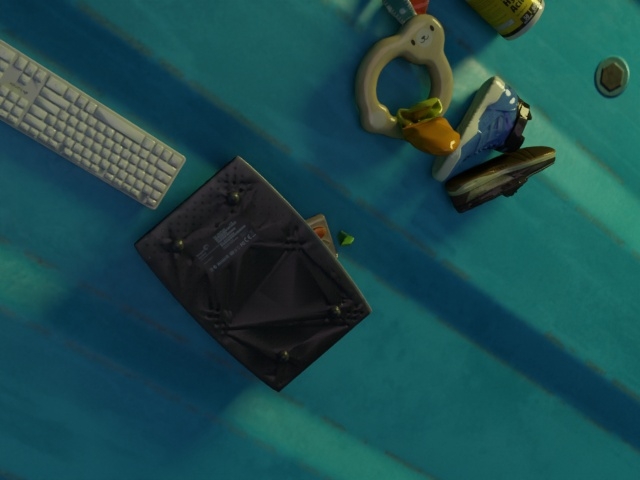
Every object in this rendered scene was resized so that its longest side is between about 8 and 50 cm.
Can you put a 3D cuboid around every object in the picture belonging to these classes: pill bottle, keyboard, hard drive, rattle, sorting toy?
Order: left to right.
[{"bbox_3d":[-0.273,-0.128,0.820,0.256,0.014,0.072,33,90,-22],"label":"keyboard"},{"bbox_3d":[-0.076,0.041,0.892,0.172,0.054,0.255,-41,110,0],"label":"hard drive"},{"bbox_3d":[0.000,0.000,0.938,0.083,0.012,0.062,-24,107,-12],"label":"sorting toy"},{"bbox_3d":[0.113,-0.211,0.868,0.130,0.143,0.200,13,104,-2],"label":"rattle"},{"bbox_3d":[0.211,-0.304,0.916,0.116,0.065,0.065,35,89,-21],"label":"pill bottle"}]

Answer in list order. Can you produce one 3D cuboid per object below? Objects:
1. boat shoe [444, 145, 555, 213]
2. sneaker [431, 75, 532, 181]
[{"bbox_3d":[0.236,-0.080,0.981,0.152,0.056,0.049,-20,112,-3],"label":"boat shoe"},{"bbox_3d":[0.211,-0.124,0.957,0.084,0.058,0.152,34,83,-13],"label":"sneaker"}]
